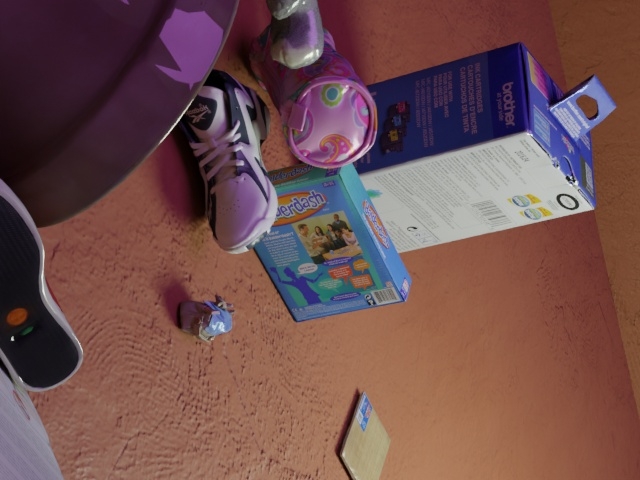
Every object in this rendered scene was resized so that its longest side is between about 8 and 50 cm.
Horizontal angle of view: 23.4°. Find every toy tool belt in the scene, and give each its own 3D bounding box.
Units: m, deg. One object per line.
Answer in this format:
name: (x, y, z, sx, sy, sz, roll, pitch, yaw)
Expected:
toy tool belt: (-0.121, 0.089, 1.767, 0.083, 0.051, 0.052, 15, 66, -62)

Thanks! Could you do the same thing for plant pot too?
plant pot: (-0.276, -0.215, 1.335, 0.280, 0.323, 0.323, 37, 45, -32)

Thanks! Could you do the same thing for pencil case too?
pencil case: (-0.014, -0.188, 1.910, 0.124, 0.124, 0.284, 64, 0, -28)

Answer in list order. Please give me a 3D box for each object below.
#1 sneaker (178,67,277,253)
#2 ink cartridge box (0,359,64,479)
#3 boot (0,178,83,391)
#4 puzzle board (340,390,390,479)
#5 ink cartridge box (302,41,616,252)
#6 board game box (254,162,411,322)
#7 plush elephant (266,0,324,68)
sneaker: (-0.122, -0.110, 1.804, 0.153, 0.094, 0.235, 45, 40, -47)
ink cartridge box: (-0.284, 0.155, 1.190, 0.385, 0.091, 0.308, 55, -6, 39)
boot: (-0.296, -0.001, 1.327, 0.176, 0.088, 0.244, 50, -17, 40)
puzzle board: (0.060, 0.282, 2.104, 0.096, 0.011, 0.128, 62, 29, -28)
ink cartridge box: (0.208, -0.124, 2.136, 0.270, 0.396, 0.151, 37, 47, -54)
board game box: (0.000, 0.000, 1.930, 0.210, 0.160, 0.047, 62, 29, -31)
plush elephant: (-0.152, -0.344, 1.699, 0.272, 0.255, 0.330, 49, -33, 36)
